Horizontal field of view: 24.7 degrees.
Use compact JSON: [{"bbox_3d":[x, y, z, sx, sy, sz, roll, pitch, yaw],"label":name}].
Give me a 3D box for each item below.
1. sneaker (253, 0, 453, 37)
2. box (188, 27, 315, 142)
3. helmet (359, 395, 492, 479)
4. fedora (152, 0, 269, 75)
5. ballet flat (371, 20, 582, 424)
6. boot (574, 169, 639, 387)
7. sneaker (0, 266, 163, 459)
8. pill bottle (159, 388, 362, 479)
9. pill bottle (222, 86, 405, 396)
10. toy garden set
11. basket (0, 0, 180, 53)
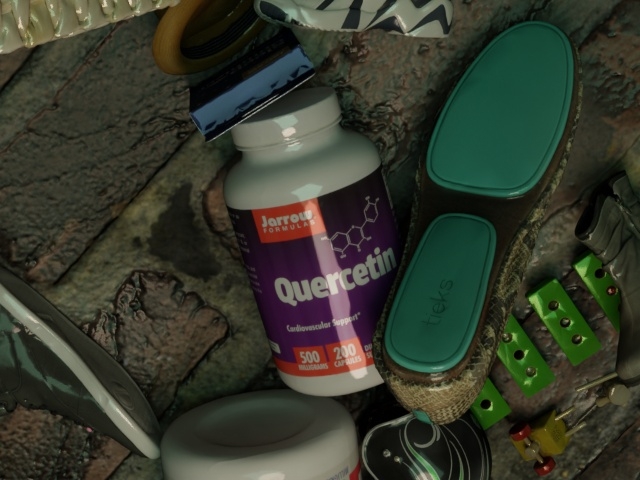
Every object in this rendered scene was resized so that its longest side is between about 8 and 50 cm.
[{"bbox_3d":[0.041,-0.304,1.604,0.235,0.094,0.153,1,98,-18],"label":"sneaker"},{"bbox_3d":[-0.076,-0.171,1.570,0.136,0.225,0.036,-32,106,3],"label":"box"},{"bbox_3d":[0.121,0.269,1.745,0.169,0.169,0.161,-22,96,0],"label":"helmet"},{"bbox_3d":[-0.120,-0.270,1.595,0.194,0.194,0.079,-46,69,7],"label":"fedora"},{"bbox_3d":[0.177,-0.015,1.640,0.164,0.182,0.482,12,64,18],"label":"ballet flat"},{"bbox_3d":[0.345,0.041,1.687,0.161,0.246,0.083,44,134,-16],"label":"boot"},{"bbox_3d":[-0.322,0.178,1.709,0.147,0.104,0.296,-44,99,9],"label":"sneaker"},{"bbox_3d":[-0.051,0.400,1.726,0.229,0.229,0.407,-8,106,-4],"label":"pill bottle"},{"bbox_3d":[0.000,0.000,1.647,0.182,0.181,0.322,-17,106,-1],"label":"pill bottle"},{"bbox_3d":[0.291,0.150,1.789,0.244,0.049,0.203,-35,104,3],"label":"toy garden set"},{"bbox_3d":[-0.341,-0.340,1.350,0.328,0.266,0.331,-26,113,-41],"label":"basket"}]
